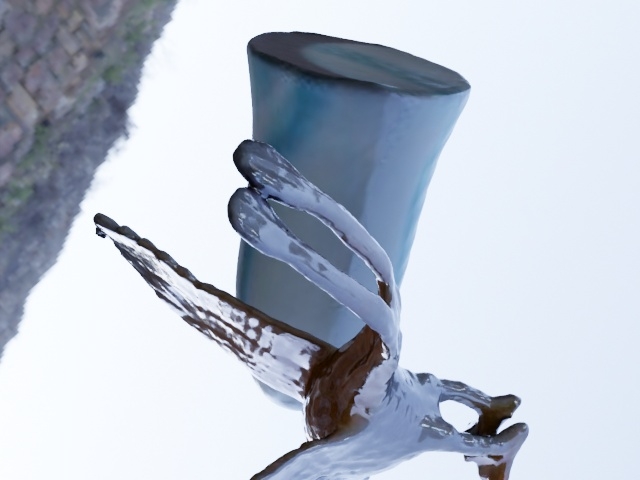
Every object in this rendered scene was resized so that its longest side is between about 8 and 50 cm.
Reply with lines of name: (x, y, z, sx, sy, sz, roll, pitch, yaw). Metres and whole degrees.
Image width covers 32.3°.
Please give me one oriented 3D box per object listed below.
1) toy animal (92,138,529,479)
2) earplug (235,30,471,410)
toy animal: (0.016, 0.069, 0.650, 0.284, 0.302, 0.225, -39, -139, 47)
earplug: (0.000, 0.000, 0.945, 0.185, 0.323, 0.185, 11, -160, -4)
